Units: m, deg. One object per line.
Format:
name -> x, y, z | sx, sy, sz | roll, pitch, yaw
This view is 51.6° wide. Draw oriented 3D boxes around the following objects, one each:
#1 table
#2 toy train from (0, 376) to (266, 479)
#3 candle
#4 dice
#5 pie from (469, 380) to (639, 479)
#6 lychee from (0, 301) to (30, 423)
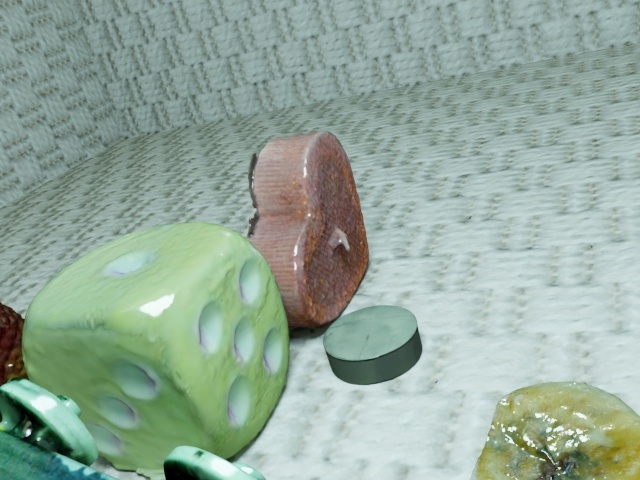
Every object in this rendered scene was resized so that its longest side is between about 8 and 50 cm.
table -> 0.073, 0.143, 0.920 | 0.134, 0.043, 0.133 | -14, 22, 6
toy train -> -0.149, 0.263, 0.498 | 0.442, 0.272, 0.179 | 2, 40, 40
candle -> 0.000, 0.000, 1.075 | 0.132, 0.287, 0.316 | -2, 69, 26
dice -> -0.204, 0.134, 0.860 | 0.252, 0.249, 0.254 | -6, 25, 25
pie -> 0.239, 0.218, 0.624 | 0.185, 0.052, 0.218 | 2, 31, 27
lychee -> -0.549, 0.187, 0.976 | 0.261, 0.260, 0.260 | -14, 23, 6
